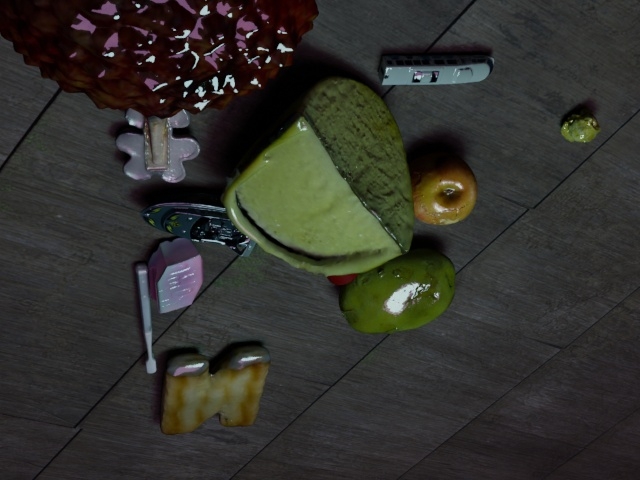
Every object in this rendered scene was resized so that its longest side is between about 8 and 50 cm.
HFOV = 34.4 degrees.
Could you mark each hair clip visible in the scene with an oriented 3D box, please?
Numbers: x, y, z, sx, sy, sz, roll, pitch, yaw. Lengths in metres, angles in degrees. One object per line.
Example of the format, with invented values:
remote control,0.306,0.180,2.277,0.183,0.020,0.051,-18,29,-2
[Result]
hair clip,-0.267,-0.189,1.710,0.146,0.075,0.257,-5,145,-12

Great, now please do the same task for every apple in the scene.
apple,0.224,-0.099,1.936,0.146,0.146,0.146,-11,140,-9

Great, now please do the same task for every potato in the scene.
potato,0.160,0.106,2.144,0.253,0.148,0.186,-30,141,13
potato,-0.007,-0.112,1.813,0.280,0.213,0.330,-21,119,37

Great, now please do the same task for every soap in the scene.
soap,-0.277,0.064,1.992,0.100,0.056,0.149,-18,141,-21

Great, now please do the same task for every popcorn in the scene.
popcorn,0.493,-0.214,1.971,0.059,0.068,0.083,44,145,-14

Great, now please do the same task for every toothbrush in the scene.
toothbrush,-0.354,0.163,2.108,0.025,0.030,0.342,-8,140,-12

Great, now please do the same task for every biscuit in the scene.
biscuit,-0.241,0.338,2.328,0.237,0.062,0.290,-6,139,-16

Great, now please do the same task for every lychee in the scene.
lychee,-0.234,-0.371,1.259,0.500,0.424,0.424,29,125,-12

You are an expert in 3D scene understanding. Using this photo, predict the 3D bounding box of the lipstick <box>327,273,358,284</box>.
lipstick,0.000,0.000,2.015,0.080,0.080,0.241,-27,140,10

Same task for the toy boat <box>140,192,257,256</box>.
toy boat,-0.208,-0.035,1.883,0.246,0.103,0.093,9,137,-24

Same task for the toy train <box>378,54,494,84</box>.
toy train,0.204,-0.294,1.778,0.207,0.047,0.043,-4,140,-14
